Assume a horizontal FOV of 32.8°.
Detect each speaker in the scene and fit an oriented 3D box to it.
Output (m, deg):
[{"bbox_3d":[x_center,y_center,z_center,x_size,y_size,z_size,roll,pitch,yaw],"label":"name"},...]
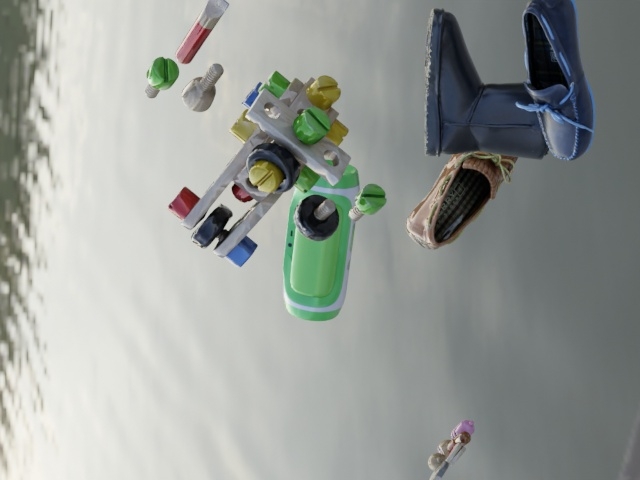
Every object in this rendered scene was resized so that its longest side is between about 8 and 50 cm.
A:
[{"bbox_3d":[0.000,0.000,2.097,0.131,0.131,0.297,-137,50,-57],"label":"speaker"}]

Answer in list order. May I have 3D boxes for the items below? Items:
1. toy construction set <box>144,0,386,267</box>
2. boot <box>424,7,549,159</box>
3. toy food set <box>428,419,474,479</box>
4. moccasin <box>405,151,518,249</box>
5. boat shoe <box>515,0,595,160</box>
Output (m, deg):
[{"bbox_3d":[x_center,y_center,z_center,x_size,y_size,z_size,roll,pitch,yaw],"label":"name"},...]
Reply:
[{"bbox_3d":[-0.061,-0.149,1.260,0.309,0.257,0.237,57,146,6],"label":"toy construction set"},{"bbox_3d":[0.266,-0.242,1.695,0.094,0.207,0.246,-86,-6,-65],"label":"boot"},{"bbox_3d":[0.149,0.238,1.246,0.078,0.019,0.122,-50,-7,7],"label":"toy food set"},{"bbox_3d":[0.333,-0.141,2.338,0.380,0.139,0.147,-46,19,-12],"label":"moccasin"},{"bbox_3d":[0.323,-0.229,1.563,0.109,0.089,0.258,4,121,46],"label":"boat shoe"}]
